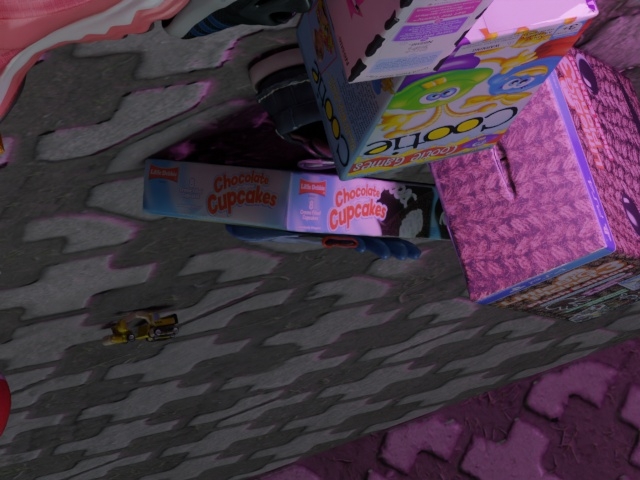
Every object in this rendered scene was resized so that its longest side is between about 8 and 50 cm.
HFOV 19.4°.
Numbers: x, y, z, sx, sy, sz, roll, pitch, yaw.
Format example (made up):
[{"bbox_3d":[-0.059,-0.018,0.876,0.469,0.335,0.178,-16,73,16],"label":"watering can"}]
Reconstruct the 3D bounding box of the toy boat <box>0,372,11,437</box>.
[{"bbox_3d":[-0.474,0.181,2.208,0.231,0.151,0.151,-5,133,-36],"label":"toy boat"}]

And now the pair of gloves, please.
[{"bbox_3d":[0.000,0.000,1.961,0.159,0.023,0.198,9,-176,44],"label":"pair of gloves"}]

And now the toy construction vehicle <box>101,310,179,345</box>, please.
[{"bbox_3d":[-0.223,0.109,2.366,0.098,0.035,0.086,-5,173,-29],"label":"toy construction vehicle"}]

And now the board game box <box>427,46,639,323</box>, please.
[{"bbox_3d":[0.230,-0.058,1.835,0.141,0.232,0.291,-24,164,24],"label":"board game box"}]

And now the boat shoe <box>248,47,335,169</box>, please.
[{"bbox_3d":[0.013,-0.109,1.718,0.095,0.079,0.254,-19,165,13],"label":"boat shoe"}]

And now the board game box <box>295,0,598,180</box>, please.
[{"bbox_3d":[0.089,-0.168,1.456,0.142,0.144,0.275,-12,165,-15],"label":"board game box"}]

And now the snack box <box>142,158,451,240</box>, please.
[{"bbox_3d":[0.000,-0.038,1.861,0.187,0.060,0.322,6,-178,38],"label":"snack box"}]

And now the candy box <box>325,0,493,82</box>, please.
[{"bbox_3d":[0.054,-0.216,1.205,0.070,0.165,0.196,-10,164,-19],"label":"candy box"}]

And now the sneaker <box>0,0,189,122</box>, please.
[{"bbox_3d":[-0.234,-0.164,1.257,0.314,0.116,0.136,-29,151,21],"label":"sneaker"}]

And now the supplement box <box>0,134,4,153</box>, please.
[{"bbox_3d":[-0.318,-0.083,1.547,0.098,0.036,0.062,-16,165,0],"label":"supplement box"}]

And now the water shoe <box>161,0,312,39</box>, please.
[{"bbox_3d":[-0.057,-0.170,1.317,0.080,0.073,0.203,20,176,-15],"label":"water shoe"}]
